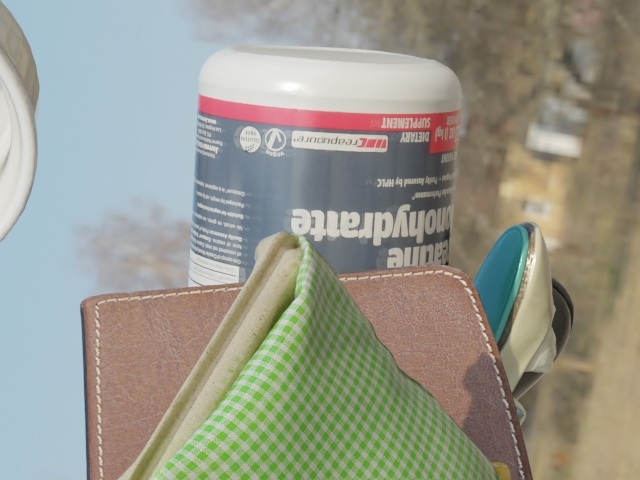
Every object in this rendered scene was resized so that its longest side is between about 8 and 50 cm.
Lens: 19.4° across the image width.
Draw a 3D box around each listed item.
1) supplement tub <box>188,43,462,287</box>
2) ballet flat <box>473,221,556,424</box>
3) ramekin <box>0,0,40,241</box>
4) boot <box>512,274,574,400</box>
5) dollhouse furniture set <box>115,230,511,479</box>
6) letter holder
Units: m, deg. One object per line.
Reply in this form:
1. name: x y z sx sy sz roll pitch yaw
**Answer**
1. supplement tub: 0.000 0.000 1.355 0.191 0.191 0.272 -45 -41 -77
2. ballet flat: 0.135 0.104 1.463 0.248 0.086 0.086 -64 -4 13
3. ramekin: -0.368 -0.111 1.582 0.135 0.277 0.277 -87 4 -62
4. boot: 0.168 0.242 1.978 0.146 0.367 0.445 50 -173 -23
5. dollhouse furniture set: 0.021 0.159 0.694 0.197 0.151 0.301 54 -131 -31
6. letter holder: 0.002 0.180 0.930 0.152 0.214 0.302 83 180 -57
